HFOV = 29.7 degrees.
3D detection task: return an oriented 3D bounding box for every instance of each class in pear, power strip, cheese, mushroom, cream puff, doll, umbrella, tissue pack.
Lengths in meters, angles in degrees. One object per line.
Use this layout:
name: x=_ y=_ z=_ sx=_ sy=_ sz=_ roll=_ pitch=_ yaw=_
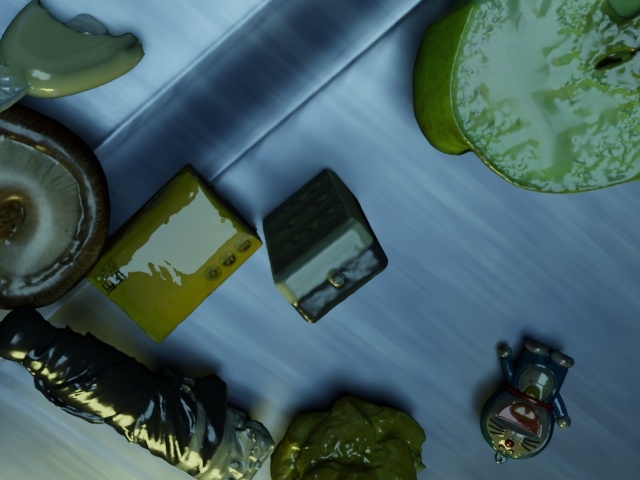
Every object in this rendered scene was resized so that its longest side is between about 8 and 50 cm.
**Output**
pear: x=0.237 y=-0.174 z=1.277 sx=0.281 sy=0.176 sz=0.286 roll=-33 pitch=103 yaw=6
power strip: x=0.000 y=0.000 z=1.254 sx=0.105 sy=0.257 sz=0.070 roll=-40 pitch=106 yaw=5
cheese: x=-0.295 y=-0.168 z=1.216 sx=0.127 sy=0.235 sz=0.050 roll=36 pitch=141 yaw=9
mushroom: x=-0.328 y=-0.043 z=1.273 sx=0.194 sy=0.138 sz=0.231 roll=-25 pitch=108 yaw=-19
cream puff: x=0.028 y=0.296 z=1.392 sx=0.194 sy=0.195 sz=0.221 roll=5 pitch=103 yaw=-8
doll: x=0.242 y=0.196 z=1.433 sx=0.114 sy=0.085 sz=0.152 roll=27 pitch=93 yaw=10
umbrella: x=-0.204 y=0.168 z=1.335 sx=0.357 sy=0.106 sz=0.113 roll=36 pitch=105 yaw=-32
tissue pack: x=-0.163 y=0.014 z=1.332 sx=0.169 sy=0.082 sz=0.120 roll=-43 pitch=105 yaw=7
